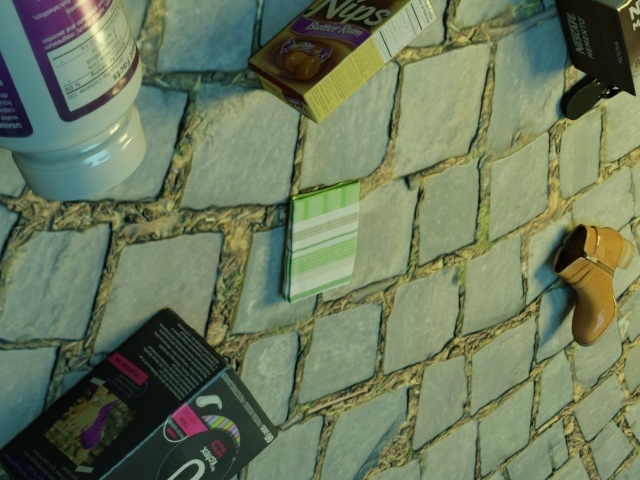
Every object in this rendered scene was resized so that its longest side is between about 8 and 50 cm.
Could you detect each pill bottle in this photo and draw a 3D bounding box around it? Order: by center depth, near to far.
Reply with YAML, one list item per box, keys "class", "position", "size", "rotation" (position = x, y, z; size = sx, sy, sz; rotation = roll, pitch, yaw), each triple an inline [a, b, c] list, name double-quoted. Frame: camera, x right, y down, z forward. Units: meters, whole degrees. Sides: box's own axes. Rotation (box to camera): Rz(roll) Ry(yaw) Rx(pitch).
- class: "pill bottle"
  position: [-0.257, -0.187, 1.076]
  size: [0.169, 0.169, 0.301]
  rotation: [-33, 135, -20]

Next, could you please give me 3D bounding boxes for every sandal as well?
- class: "sandal"
  position: [0.424, -0.234, 1.741]
  size: [0.179, 0.040, 0.067]
  rotation: [-43, 137, -10]

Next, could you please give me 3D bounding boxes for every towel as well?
- class: "towel"
  position: [0.000, 0.000, 1.544]
  size: [0.113, 0.023, 0.152]
  rotation: [-18, 126, -35]

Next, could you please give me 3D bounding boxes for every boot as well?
- class: "boot"
  position: [0.418, 0.068, 1.922]
  size: [0.152, 0.073, 0.197]
  rotation: [15, 94, -47]

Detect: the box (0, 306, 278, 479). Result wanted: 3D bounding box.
- class: "box"
  position: [-0.212, 0.242, 1.426]
  size: [0.270, 0.143, 0.165]
  rotation: [-41, 136, -11]

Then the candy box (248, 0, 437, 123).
- class: "candy box"
  position: [0.024, -0.225, 1.343]
  size: [0.186, 0.109, 0.053]
  rotation: [-42, 137, -12]

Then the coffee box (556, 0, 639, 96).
- class: "coffee box"
  position: [0.470, -0.362, 1.636]
  size: [0.297, 0.119, 0.168]
  rotation: [-41, 138, -12]
